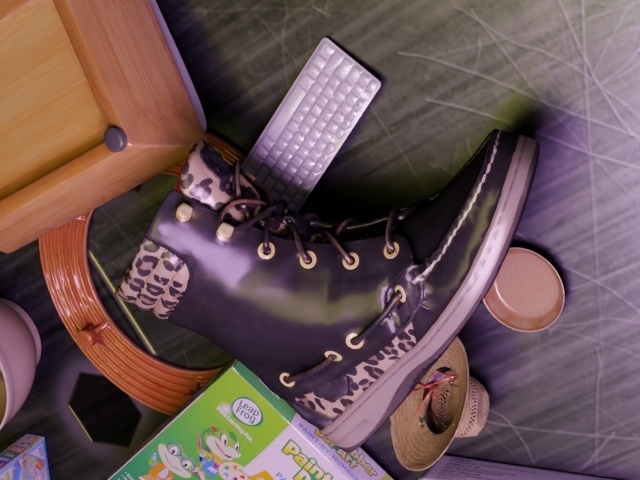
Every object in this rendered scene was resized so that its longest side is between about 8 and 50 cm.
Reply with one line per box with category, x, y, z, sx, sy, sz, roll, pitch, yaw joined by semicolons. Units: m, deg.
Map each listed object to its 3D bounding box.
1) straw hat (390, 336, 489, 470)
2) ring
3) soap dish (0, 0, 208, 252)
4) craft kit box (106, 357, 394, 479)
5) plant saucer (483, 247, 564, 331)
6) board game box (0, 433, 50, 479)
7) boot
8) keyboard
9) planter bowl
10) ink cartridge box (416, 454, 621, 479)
straw hat;0.125;0.153;1.683;0.061;0.144;0.144;17;129;-26
ring;-0.154;0.037;1.818;0.336;0.032;0.336;11;115;25
soap dish;-0.269;-0.136;1.733;0.291;0.118;0.229;-25;86;34
craft kit box;-0.060;0.263;1.831;0.250;0.061;0.246;44;124;-3
plant saucer;0.186;0.043;1.634;0.083;0.015;0.083;12;116;25
board game box;-0.340;0.308;1.999;0.026;0.103;0.154;8;114;27
boot;0.000;0.000;1.610;0.284;0.138;0.377;30;129;-4
keyboard;-0.035;-0.069;1.688;0.072;0.014;0.256;38;115;9
planter bowl;-0.370;0.124;1.932;0.162;0.109;0.162;13;117;25
ink cartridge box;0.235;0.339;1.710;0.275;0.060;0.239;5;114;28
